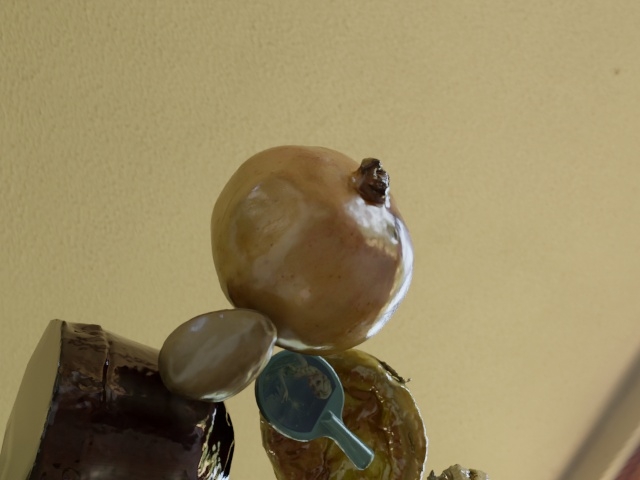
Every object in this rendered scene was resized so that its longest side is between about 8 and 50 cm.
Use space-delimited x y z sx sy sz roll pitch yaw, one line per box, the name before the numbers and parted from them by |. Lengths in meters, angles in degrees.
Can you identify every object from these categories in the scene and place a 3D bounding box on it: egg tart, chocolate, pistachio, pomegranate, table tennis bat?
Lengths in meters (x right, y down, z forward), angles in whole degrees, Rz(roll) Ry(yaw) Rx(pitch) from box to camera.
egg tart | 0.048 0.341 1.831 0.341 0.132 0.341 6 -74 21
chocolate | -0.315 0.327 1.636 0.331 0.384 0.384 18 -67 -23
pistachio | -0.142 0.161 1.447 0.185 0.108 0.126 -24 -89 13
pomegranate | 0.000 0.000 1.574 0.338 0.338 0.338 -11 -55 -16
table tennis bat | -0.004 0.279 1.665 0.149 0.237 0.038 -44 0 -35

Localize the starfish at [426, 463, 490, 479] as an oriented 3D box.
starfish | 0.073 0.228 0.668 0.277 0.062 0.236 -16 -46 -45
